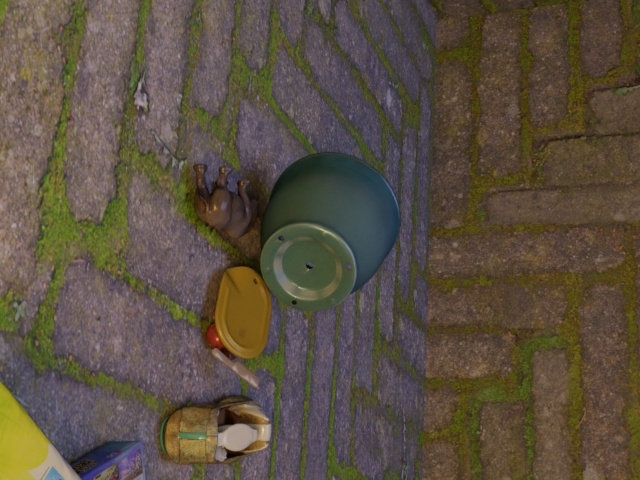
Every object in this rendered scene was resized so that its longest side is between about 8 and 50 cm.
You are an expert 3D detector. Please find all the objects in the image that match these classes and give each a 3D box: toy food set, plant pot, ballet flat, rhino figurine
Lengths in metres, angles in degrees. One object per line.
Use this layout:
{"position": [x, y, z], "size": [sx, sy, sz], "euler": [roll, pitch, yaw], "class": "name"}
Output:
{"position": [-0.161, 0.152, 1.891], "size": [0.128, 0.071, 0.217], "euler": [36, 47, -34], "class": "toy food set"}
{"position": [0.000, 0.000, 2.011], "size": [0.255, 0.272, 0.271], "euler": [-62, 144, -62], "class": "plant pot"}
{"position": [-0.149, 0.330, 1.808], "size": [0.348, 0.123, 0.123], "euler": [16, 72, -69], "class": "ballet flat"}
{"position": [-0.161, -0.058, 1.898], "size": [0.243, 0.073, 0.106], "euler": [33, 55, -68], "class": "rhino figurine"}

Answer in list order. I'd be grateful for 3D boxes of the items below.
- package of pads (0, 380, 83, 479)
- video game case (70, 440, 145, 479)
{"position": [-0.359, 0.294, 0.981], "size": [0.296, 0.101, 0.229], "euler": [-59, 135, -38], "class": "package of pads"}
{"position": [-0.316, 0.426, 1.411], "size": [0.269, 0.061, 0.244], "euler": [-20, 107, -70], "class": "video game case"}
